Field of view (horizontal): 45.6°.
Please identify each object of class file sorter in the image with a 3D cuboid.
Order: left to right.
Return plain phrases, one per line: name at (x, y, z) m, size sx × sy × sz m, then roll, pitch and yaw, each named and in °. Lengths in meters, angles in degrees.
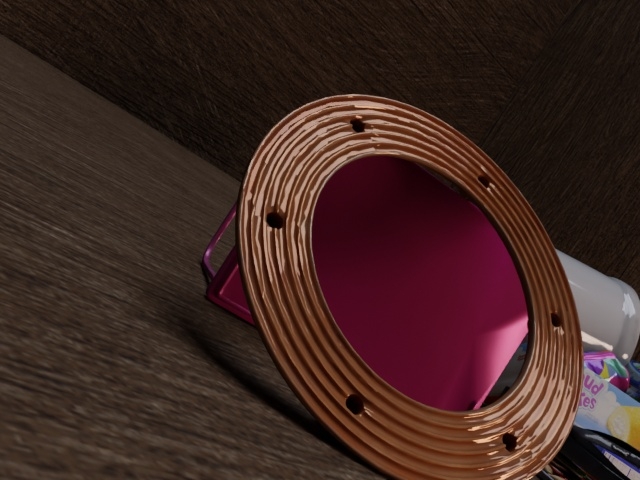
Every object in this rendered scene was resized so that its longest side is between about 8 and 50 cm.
file sorter at (0.049, 0.026, 0.788) m, size 0.291 × 0.202 × 0.182 m, roll 33°, pitch 0°, yaw -17°

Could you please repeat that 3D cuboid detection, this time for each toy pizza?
toy pizza at (0.335, 0.306, 0.913) m, size 0.201 × 0.032 × 0.201 m, roll 33°, pitch 3°, yaw -2°

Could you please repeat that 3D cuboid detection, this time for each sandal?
sandal at (0.326, 0.247, 0.913) m, size 0.255 × 0.054 × 0.097 m, roll 36°, pitch 2°, yaw 34°

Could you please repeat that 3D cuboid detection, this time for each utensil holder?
utensil holder at (0.438, 0.149, 1.680) m, size 0.386 × 0.327 × 0.327 m, roll 28°, pitch 3°, yaw -10°

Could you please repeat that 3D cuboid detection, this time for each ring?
ring at (0.080, 0.031, 0.606) m, size 0.337 × 0.336 × 0.032 m, roll 33°, pitch -40°, yaw -15°

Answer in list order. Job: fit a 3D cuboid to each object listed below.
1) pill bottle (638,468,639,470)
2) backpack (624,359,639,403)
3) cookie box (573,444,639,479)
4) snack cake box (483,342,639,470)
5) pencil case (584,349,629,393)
pill bottle at (0.492, 0.381, 1.072) m, size 0.120 × 0.067 × 0.067 m, roll 34°, pitch 3°, yaw 6°
backpack at (0.641, 0.379, 1.405) m, size 0.290 × 0.273 × 0.355 m, roll 27°, pitch -10°, yaw -17°
cookie box at (0.390, 0.318, 1.031) m, size 0.107 × 0.040 × 0.092 m, roll 34°, pitch -16°, yaw -7°
snack cake box at (0.386, 0.263, 1.167) m, size 0.264 × 0.089 × 0.152 m, roll 34°, pitch -21°, yaw -10°
pencil case at (0.434, 0.251, 1.379) m, size 0.237 × 0.104 × 0.104 m, roll -2°, pitch 14°, yaw -16°
